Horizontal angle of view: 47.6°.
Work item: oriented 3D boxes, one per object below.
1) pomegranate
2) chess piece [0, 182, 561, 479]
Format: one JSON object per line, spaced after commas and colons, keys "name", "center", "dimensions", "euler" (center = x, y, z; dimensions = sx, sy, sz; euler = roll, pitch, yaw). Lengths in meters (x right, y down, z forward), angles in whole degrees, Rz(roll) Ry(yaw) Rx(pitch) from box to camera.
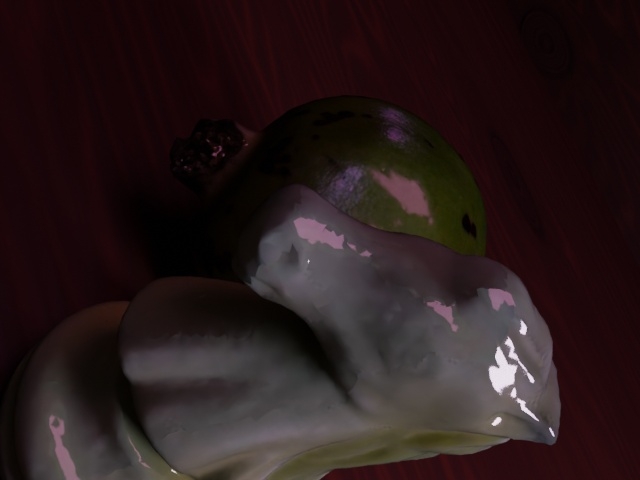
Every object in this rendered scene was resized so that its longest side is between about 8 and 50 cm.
{"name": "pomegranate", "center": [0.000, 0.000, 0.579], "dimensions": [0.271, 0.254, 0.254], "euler": [34, 37, -17]}
{"name": "chess piece", "center": [-0.029, 0.075, 0.400], "dimensions": [0.176, 0.298, 0.175], "euler": [37, 39, -37]}
